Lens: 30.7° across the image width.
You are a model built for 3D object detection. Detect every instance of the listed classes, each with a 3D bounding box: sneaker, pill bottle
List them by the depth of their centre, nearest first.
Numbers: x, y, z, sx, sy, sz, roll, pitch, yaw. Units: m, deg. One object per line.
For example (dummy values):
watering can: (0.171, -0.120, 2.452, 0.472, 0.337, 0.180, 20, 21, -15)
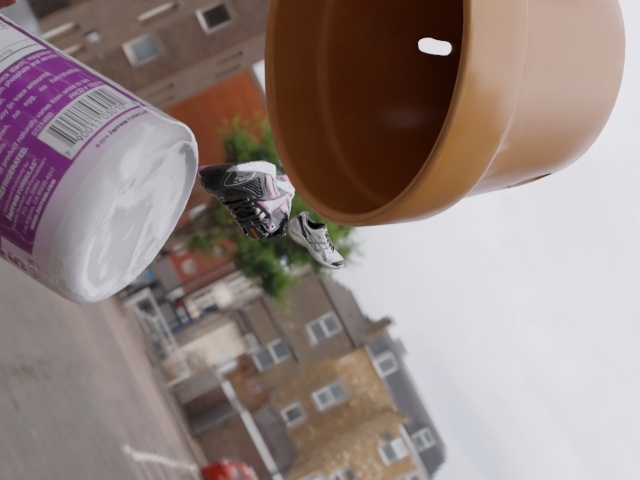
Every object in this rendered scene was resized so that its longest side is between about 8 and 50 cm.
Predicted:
pill bottle: (-0.264, -0.090, 0.941, 0.301, 0.169, 0.169, 32, -18, 14)
sneaker: (-0.072, -0.041, 1.281, 0.178, 0.072, 0.077, 15, 72, -63)
sneaker: (0.000, 0.000, 1.363, 0.083, 0.037, 0.032, 39, 20, -12)

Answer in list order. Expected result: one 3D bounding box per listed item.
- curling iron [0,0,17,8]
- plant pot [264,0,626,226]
curling iron: (-0.360, -0.301, 1.360, 0.035, 0.274, 0.068, 50, 26, -28)
plant pot: (0.110, -0.155, 0.961, 0.291, 0.203, 0.290, 0, -90, 59)
